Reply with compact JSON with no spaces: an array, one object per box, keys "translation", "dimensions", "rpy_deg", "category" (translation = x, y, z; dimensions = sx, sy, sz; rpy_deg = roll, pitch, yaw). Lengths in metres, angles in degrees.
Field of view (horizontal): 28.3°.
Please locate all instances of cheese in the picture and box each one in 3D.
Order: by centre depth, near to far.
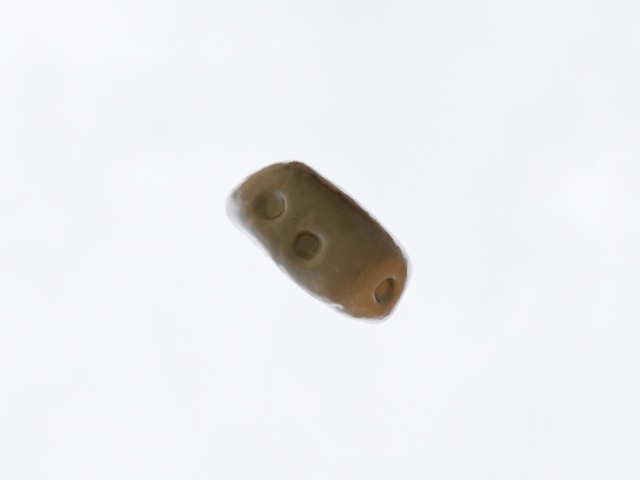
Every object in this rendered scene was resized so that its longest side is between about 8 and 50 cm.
[{"translation":[0.000,0.000,1.473],"dimensions":[0.235,0.218,0.117],"rpy_deg":[41,-93,-9],"category":"cheese"}]
